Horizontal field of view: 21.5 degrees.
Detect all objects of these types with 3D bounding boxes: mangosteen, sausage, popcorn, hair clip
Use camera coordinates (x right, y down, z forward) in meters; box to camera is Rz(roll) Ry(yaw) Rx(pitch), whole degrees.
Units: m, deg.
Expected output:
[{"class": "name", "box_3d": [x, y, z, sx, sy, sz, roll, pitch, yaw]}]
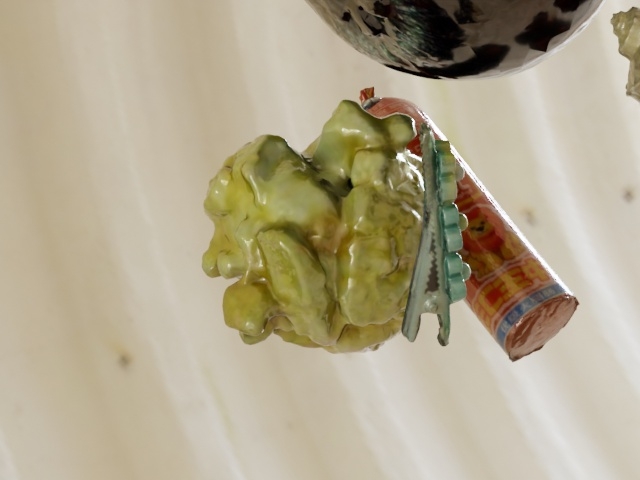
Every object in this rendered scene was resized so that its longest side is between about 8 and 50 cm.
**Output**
[{"class": "mangosteen", "box_3d": [0.105, -0.270, 1.257, 0.300, 0.300, 0.300, -35, -21, -15]}, {"class": "sausage", "box_3d": [0.106, -0.027, 1.388, 0.074, 0.274, 0.074, -26, -30, -17]}, {"class": "popcorn", "box_3d": [0.000, -0.001, 1.262, 0.187, 0.185, 0.167, -6, -36, 2]}, {"class": "hair clip", "box_3d": [0.081, -0.005, 1.161, 0.049, 0.049, 0.173, -25, -51, -35]}]

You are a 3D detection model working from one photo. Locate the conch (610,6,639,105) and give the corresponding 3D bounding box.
[{"class": "conch", "box_3d": [0.294, -0.107, 1.168, 0.130, 0.207, 0.155, 112, -176, -64]}]
